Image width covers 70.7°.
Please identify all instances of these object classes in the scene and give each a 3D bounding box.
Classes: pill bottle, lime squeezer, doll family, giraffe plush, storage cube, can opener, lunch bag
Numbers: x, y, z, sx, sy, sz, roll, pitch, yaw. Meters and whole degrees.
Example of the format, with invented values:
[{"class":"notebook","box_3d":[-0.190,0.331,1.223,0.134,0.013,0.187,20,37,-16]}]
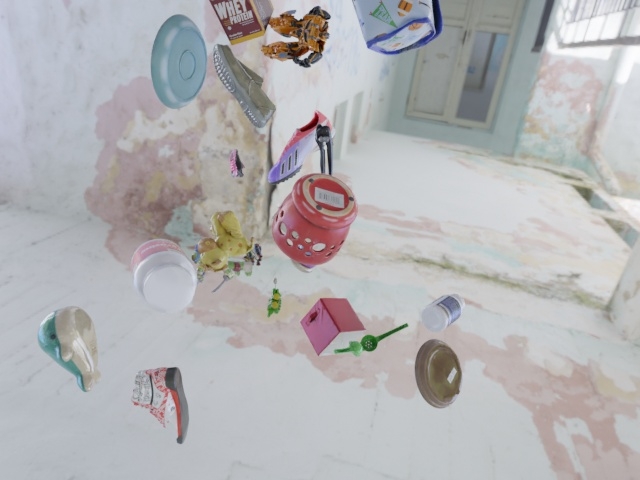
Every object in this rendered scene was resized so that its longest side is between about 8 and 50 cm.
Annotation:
[{"class":"pill bottle","box_3d":[0.420,0.238,1.526,0.094,0.094,0.169,26,-151,35]},{"class":"pill bottle","box_3d":[-0.609,0.137,1.754,0.228,0.229,0.407,-3,-168,-25]},{"class":"lime squeezer","box_3d":[0.146,0.338,1.455,0.310,0.059,0.110,-10,170,-35]},{"class":"doll family","box_3d":[-0.316,0.071,2.156,0.075,0.112,0.193,-12,179,25]},{"class":"giraffe plush","box_3d":[-0.332,0.026,1.490,0.210,0.181,0.170,46,-123,10]},{"class":"storage cube","box_3d":[0.055,0.396,2.080,0.214,0.184,0.193,7,-140,-45]},{"class":"can opener","box_3d":[0.019,-0.298,1.512,0.059,0.186,0.073,-5,-150,9]},{"class":"lunch bag","box_3d":[0.233,-0.765,1.389,0.238,0.328,0.385,-12,-170,21]}]

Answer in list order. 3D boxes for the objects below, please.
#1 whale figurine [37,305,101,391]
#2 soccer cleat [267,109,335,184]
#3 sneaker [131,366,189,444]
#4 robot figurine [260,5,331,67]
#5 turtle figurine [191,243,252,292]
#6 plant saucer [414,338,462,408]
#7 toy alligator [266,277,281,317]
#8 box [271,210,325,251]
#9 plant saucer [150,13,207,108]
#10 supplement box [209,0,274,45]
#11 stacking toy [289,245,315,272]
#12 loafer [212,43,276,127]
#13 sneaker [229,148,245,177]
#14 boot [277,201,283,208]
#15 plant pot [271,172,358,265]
[{"class":"whale figurine","box_3d":[-0.787,0.347,1.421,0.141,0.272,0.216,-18,-175,-7]},{"class":"soccer cleat","box_3d":[-0.089,-0.339,1.655,0.318,0.116,0.108,-43,-140,-3]},{"class":"sneaker","box_3d":[-0.506,0.521,1.425,0.144,0.270,0.090,-2,-161,0]},{"class":"robot figurine","box_3d":[-0.086,-0.731,1.620,0.290,0.211,0.085,18,-170,41]},{"class":"turtle figurine","box_3d":[-0.441,0.152,1.961,0.266,0.198,0.275,7,-129,-45]},{"class":"plant saucer","box_3d":[0.497,0.546,1.863,0.277,0.278,0.041,-13,173,-39]},{"class":"toy alligator","box_3d":[-0.186,0.245,1.904,0.051,0.056,0.190,25,-131,-21]},{"class":"box","box_3d":[-0.064,-0.054,1.897,0.148,0.121,0.311,46,-176,22]},{"class":"plant saucer","box_3d":[-0.484,-0.622,1.596,0.043,0.318,0.317,16,-155,12]},{"class":"supplement box","box_3d":[-0.264,-0.800,1.503,0.129,0.191,0.194,-9,-132,18]},{"class":"stacking toy","box_3d":[0.000,0.000,2.120,0.141,0.330,0.141,34,-157,-17]},{"class":"loafer","box_3d":[-0.213,-0.446,1.285,0.087,0.251,0.094,-40,-156,-18]},{"class":"sneaker","box_3d":[-0.325,-0.302,1.780,0.057,0.120,0.047,3,168,-34]},{"class":"boot","box_3d":[-0.050,-0.071,1.461,0.189,0.086,0.069,8,177,1]},{"class":"plant pot","box_3d":[-0.009,-0.062,1.128,0.191,0.174,0.191,14,-132,-16]}]
